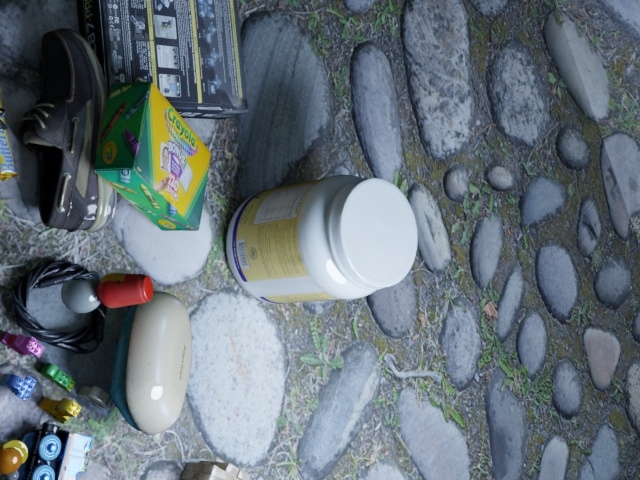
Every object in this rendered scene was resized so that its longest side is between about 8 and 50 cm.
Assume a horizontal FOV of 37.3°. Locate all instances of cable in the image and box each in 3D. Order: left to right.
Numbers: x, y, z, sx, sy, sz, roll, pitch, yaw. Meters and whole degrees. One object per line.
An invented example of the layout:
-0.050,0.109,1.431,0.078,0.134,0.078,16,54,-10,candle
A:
-0.443,0.108,1.628,0.184,0.047,0.151,27,67,-37,cable

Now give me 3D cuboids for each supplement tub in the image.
0.000,0.000,1.855,0.241,0.331,0.241,6,80,-42,supplement tub

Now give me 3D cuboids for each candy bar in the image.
-0.541,-0.179,1.594,0.040,0.018,0.162,-13,93,-43,candy bar

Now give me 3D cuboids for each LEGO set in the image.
-0.438,0.248,1.582,0.227,0.093,0.087,43,58,-31,LEGO set

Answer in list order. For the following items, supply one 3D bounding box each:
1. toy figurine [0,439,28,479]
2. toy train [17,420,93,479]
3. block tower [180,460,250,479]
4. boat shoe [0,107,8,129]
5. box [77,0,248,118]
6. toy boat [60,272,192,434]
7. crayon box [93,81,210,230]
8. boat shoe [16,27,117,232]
-0.551,0.398,1.423,0.213,0.148,0.210,9,78,-41,toy figurine
-0.448,0.395,1.568,0.105,0.080,0.184,26,67,-44,toy train
-0.246,0.564,1.722,0.091,0.097,0.336,40,58,-32,block tower
-0.556,-0.174,1.507,0.113,0.127,0.340,13,78,-42,boat shoe
-0.301,-0.435,1.796,0.318,0.097,0.395,-5,88,-41,box
-0.325,0.165,1.630,0.318,0.148,0.268,75,15,-46,toy boat
-0.290,-0.142,1.684,0.278,0.081,0.165,53,40,-64,crayon box
-0.438,-0.187,1.614,0.130,0.132,0.356,-9,89,-43,boat shoe
